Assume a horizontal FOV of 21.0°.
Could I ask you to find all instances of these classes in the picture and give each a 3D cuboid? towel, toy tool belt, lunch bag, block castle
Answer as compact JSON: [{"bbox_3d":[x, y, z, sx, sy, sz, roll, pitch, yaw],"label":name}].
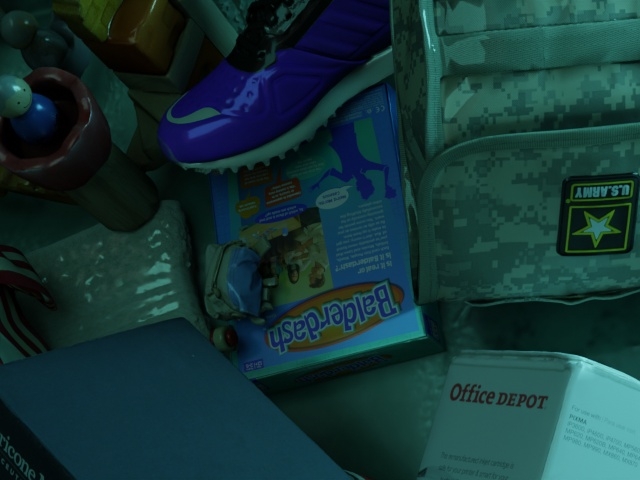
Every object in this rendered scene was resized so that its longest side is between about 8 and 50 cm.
[{"bbox_3d":[-0.215,0.100,1.380,0.282,0.049,0.187,-22,68,13],"label":"towel"},{"bbox_3d":[-0.058,0.040,1.278,0.051,0.052,0.083,-12,70,29],"label":"toy tool belt"},{"bbox_3d":[0.170,-0.095,1.180,0.235,0.169,0.287,-5,90,-4],"label":"lunch bag"},{"bbox_3d":[-0.225,-0.249,1.378,0.303,0.213,0.453,10,71,25],"label":"block castle"}]

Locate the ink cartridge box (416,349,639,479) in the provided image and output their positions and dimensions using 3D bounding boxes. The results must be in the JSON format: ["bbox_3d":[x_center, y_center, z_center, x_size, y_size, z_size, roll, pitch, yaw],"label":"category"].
[{"bbox_3d":[0.131,0.188,1.146,0.158,0.092,0.218,-4,68,64],"label":"ink cartridge box"}]

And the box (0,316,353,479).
[{"bbox_3d":[-0.090,0.282,1.107,0.343,0.179,0.312,41,127,31],"label":"box"}]

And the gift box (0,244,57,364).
[{"bbox_3d":[-0.334,0.097,1.264,0.258,0.255,0.276,-41,58,6],"label":"gift box"}]

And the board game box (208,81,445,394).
[{"bbox_3d":[0.000,0.000,1.323,0.160,0.047,0.210,-14,68,18],"label":"board game box"}]

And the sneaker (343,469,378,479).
[{"bbox_3d":[-0.049,0.175,1.244,0.225,0.092,0.088,4,73,45],"label":"sneaker"}]

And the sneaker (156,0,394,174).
[{"bbox_3d":[-0.011,-0.172,1.293,0.293,0.146,0.102,-32,34,-7],"label":"sneaker"}]
